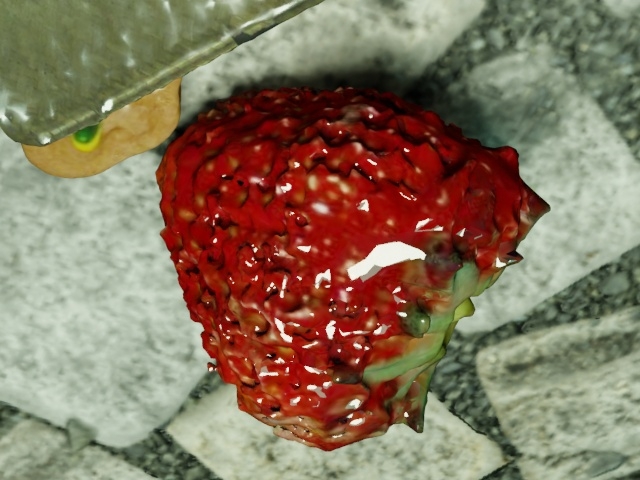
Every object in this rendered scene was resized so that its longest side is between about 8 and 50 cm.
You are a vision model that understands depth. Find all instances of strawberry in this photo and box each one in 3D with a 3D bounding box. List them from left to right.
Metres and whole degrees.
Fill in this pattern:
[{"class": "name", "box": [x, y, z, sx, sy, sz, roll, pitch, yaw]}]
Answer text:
[{"class": "strawberry", "box": [0.000, 0.000, 0.771, 0.201, 0.184, 0.187, 35, 148, 13]}]

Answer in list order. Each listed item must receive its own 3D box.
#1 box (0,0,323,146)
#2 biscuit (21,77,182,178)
[{"class": "box", "box": [-0.036, -0.184, 0.562, 0.273, 0.143, 0.184, -26, 107, 17]}, {"class": "biscuit", "box": [-0.125, -0.173, 0.701, 0.202, 0.047, 0.334, 17, 122, -18]}]
